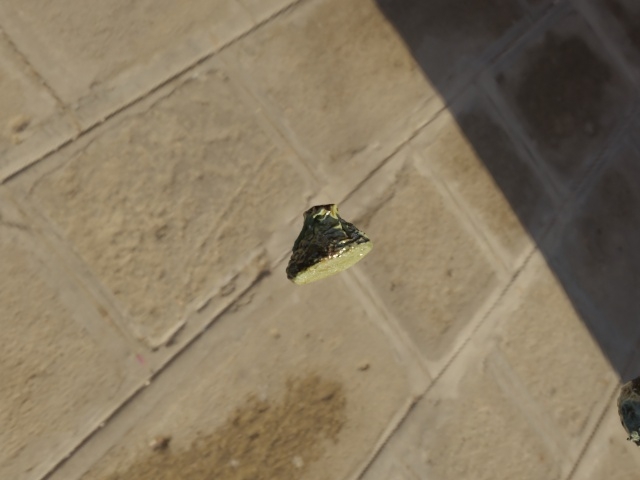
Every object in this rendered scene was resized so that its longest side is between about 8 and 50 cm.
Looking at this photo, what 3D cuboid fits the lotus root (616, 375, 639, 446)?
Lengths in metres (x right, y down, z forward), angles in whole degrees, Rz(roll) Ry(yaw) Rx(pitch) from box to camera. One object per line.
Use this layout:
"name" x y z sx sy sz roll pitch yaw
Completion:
"lotus root" 0.432 0.086 0.967 0.175 0.349 0.175 49 9 -11

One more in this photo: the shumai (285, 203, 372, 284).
"shumai" 0.000 0.000 1.390 0.099 0.123 0.087 45 21 -77
